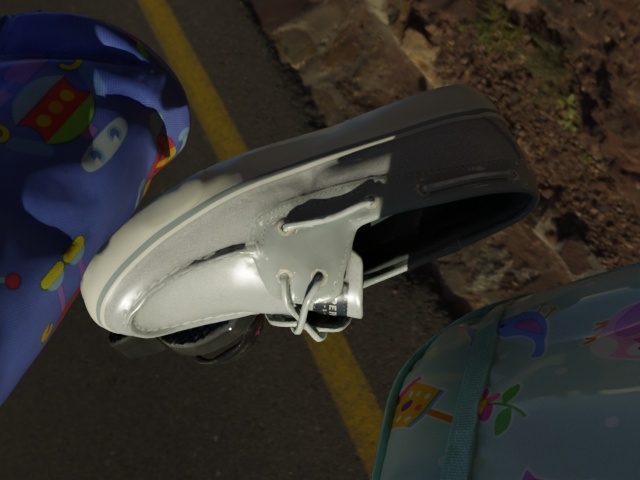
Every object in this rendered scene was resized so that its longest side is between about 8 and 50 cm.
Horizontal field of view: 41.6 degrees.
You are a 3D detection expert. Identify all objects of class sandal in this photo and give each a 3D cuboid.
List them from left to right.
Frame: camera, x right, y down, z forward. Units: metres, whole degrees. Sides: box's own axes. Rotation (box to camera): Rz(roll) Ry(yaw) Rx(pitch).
[{"bbox_3d":[-0.153,0.093,1.113,0.445,0.107,0.168,-14,43,61],"label":"sandal"}]

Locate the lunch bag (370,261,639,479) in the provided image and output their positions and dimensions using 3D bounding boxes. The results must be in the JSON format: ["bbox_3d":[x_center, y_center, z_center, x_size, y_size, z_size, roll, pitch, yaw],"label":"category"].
[{"bbox_3d":[0.110,0.117,0.305,0.224,0.108,0.279,-16,24,28],"label":"lunch bag"}]

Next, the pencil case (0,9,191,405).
[{"bbox_3d":[-0.183,0.001,0.428,0.119,0.133,0.306,-25,31,46],"label":"pencil case"}]

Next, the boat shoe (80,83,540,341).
[{"bbox_3d":[0.001,0.000,0.403,0.227,0.079,0.081,-24,59,-9],"label":"boat shoe"}]
